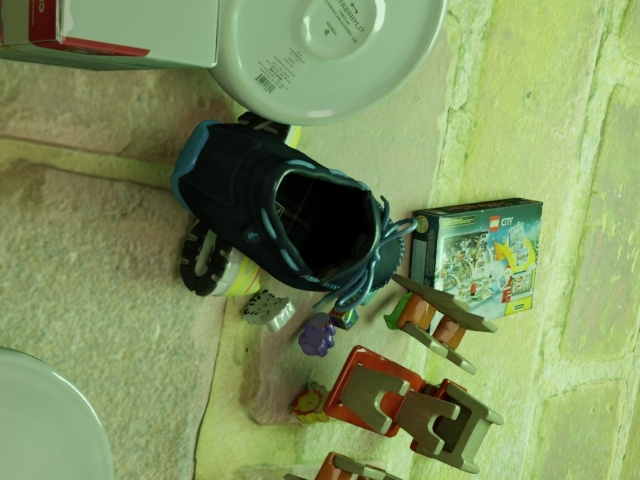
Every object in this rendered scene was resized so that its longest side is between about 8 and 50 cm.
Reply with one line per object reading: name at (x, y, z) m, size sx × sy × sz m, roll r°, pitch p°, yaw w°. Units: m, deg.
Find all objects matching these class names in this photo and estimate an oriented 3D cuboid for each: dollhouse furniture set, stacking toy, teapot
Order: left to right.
teapot at (-0.015, -0.241, 0.777) m, size 0.252 × 0.187 × 0.256 m, roll -8°, pitch 133°, yaw -22°
stacking toy at (0.021, 0.080, 0.976) m, size 0.221 × 0.052 × 0.167 m, roll -46°, pitch 129°, yaw -28°
dollhouse furniture set at (0.093, 0.192, 0.990) m, size 0.259 × 0.135 × 0.262 m, roll 34°, pitch 82°, yaw -48°

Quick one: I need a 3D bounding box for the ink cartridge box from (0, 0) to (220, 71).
ink cartridge box at (-0.178, -0.170, 0.634) m, size 0.127 × 0.175 × 0.072 m, roll -2°, pitch 99°, yaw -44°

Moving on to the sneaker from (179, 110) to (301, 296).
sneaker at (-0.066, -0.038, 0.850) m, size 0.094 × 0.081 × 0.208 m, roll 25°, pitch 89°, yaw -52°

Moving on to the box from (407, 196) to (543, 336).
box at (0.212, 0.031, 1.146) m, size 0.233 × 0.044 × 0.159 m, roll -8°, pitch 106°, yaw -42°

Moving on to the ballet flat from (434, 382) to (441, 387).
ballet flat at (0.161, 0.248, 1.162) m, size 0.041 × 0.041 × 0.114 m, roll -22°, pitch 114°, yaw -38°

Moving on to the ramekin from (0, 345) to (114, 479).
ramekin at (-0.304, 0.199, 0.638) m, size 0.273 × 0.127 × 0.273 m, roll -12°, pitch 108°, yaw -42°

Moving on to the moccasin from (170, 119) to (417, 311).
moccasin at (0.000, 0.000, 0.785) m, size 0.342 × 0.117 × 0.138 m, roll 19°, pitch 92°, yaw -57°
